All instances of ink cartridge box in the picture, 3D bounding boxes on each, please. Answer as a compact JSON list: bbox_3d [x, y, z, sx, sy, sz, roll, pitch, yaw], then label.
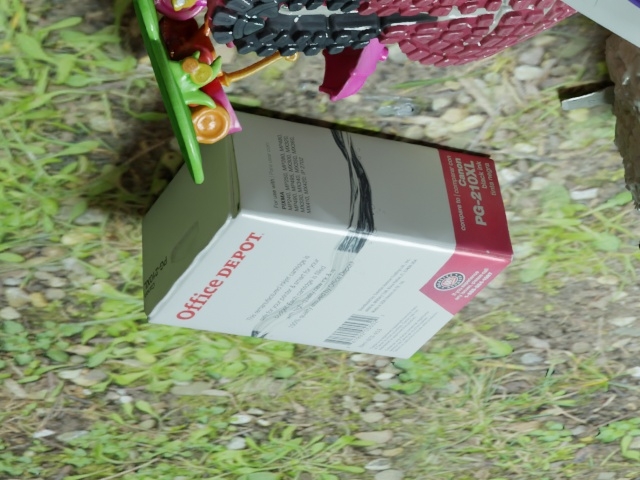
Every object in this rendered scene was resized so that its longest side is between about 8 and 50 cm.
[{"bbox_3d":[0.000,0.000,1.446,0.237,0.100,0.172,9,145,-26],"label":"ink cartridge box"}]

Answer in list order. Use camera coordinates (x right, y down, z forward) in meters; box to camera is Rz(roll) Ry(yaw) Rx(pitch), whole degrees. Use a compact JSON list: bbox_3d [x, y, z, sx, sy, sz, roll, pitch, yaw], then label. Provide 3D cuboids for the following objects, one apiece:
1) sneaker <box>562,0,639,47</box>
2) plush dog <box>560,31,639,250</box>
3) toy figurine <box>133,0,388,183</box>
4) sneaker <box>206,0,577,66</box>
[{"bbox_3d":[0.129,-0.234,0.878,0.323,0.130,0.236,29,142,2],"label":"sneaker"},{"bbox_3d":[0.295,-0.025,1.343,0.262,0.225,0.210,10,145,-26],"label":"plush dog"},{"bbox_3d":[-0.035,-0.141,1.233,0.159,0.130,0.173,-19,124,-5],"label":"toy figurine"},{"bbox_3d":[0.060,-0.182,1.165,0.299,0.112,0.121,1,159,-37],"label":"sneaker"}]
